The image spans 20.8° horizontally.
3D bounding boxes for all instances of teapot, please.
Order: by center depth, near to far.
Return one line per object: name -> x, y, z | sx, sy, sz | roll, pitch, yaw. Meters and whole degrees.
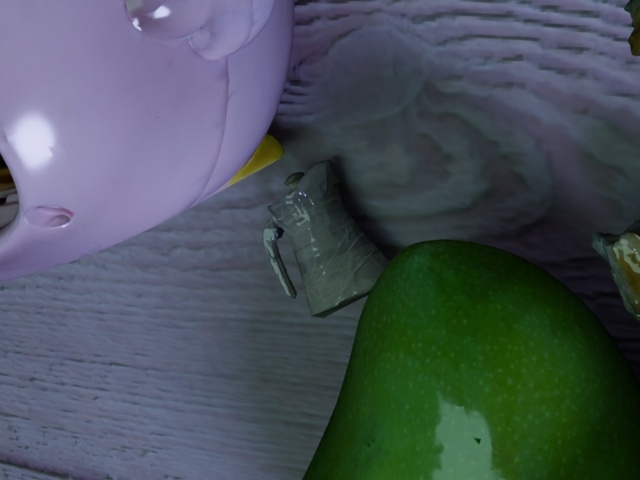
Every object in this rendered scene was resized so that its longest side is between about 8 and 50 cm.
teapot -> 0.000, 0.000, 1.006 | 0.067, 0.057, 0.083 | -25, 89, 18

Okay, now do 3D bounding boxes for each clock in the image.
clock -> -0.205, -0.165, 0.938 | 0.368, 0.250, 0.377 | -9, 108, 41

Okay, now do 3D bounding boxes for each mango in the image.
mango -> 0.079, 0.175, 0.941 | 0.225, 0.201, 0.382 | 23, 124, 45

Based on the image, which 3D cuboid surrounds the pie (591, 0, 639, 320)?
pie -> 0.263, -0.010, 0.783 | 0.302, 0.067, 0.302 | 18, 122, 31
